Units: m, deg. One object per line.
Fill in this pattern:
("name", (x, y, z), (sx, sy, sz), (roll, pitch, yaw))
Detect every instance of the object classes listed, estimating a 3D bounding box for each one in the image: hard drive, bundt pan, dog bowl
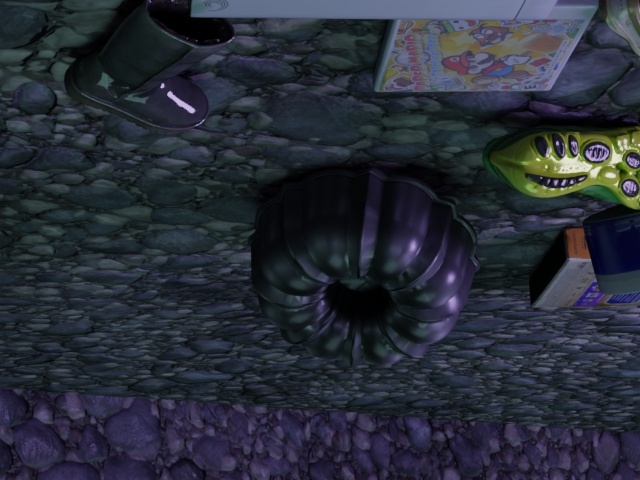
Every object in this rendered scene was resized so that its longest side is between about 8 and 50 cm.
("hard drive", (0.060, -0.266, 1.371), (0.353, 0.047, 0.233), (0, 163, -7))
("bundt pan", (0.056, 0.057, 2.088), (0.331, 0.124, 0.330), (4, 135, 4))
("dog bowl", (0.495, -0.013, 2.043), (0.265, 0.104, 0.265), (-16, -178, 1))

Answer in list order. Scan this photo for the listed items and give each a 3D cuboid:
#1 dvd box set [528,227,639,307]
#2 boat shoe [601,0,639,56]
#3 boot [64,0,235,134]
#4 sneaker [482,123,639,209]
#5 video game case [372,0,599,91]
("dvd box set", (0.579, 0.044, 2.489), (0.421, 0.062, 0.307), (-1, 164, -3))
("boat shoe", (0.340, -0.222, 1.556), (0.045, 0.050, 0.135), (-9, 164, 38))
("boot", (-0.153, -0.189, 1.587), (0.190, 0.076, 0.208), (7, 154, -37))
("sneaker", (0.329, -0.106, 1.913), (0.296, 0.109, 0.123), (5, -168, -38))
("video game case", (0.170, -0.211, 1.613), (0.206, 0.026, 0.227), (-1, 164, -5))
